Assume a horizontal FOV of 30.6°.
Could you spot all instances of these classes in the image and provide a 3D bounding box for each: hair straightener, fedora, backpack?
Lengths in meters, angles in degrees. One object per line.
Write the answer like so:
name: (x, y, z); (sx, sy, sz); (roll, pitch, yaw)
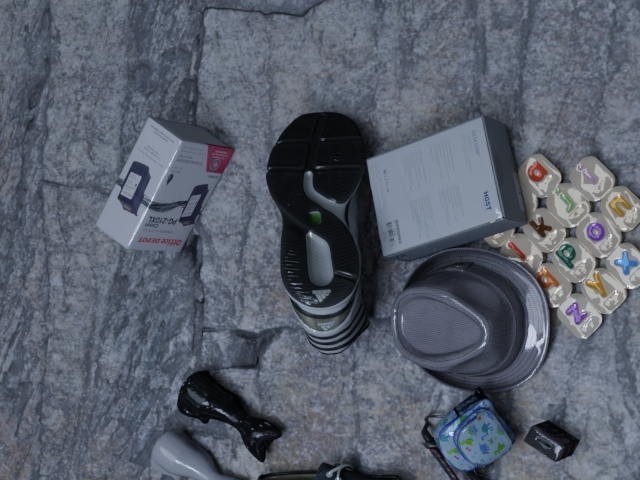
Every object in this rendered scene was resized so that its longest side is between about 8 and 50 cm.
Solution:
hair straightener: (0.252, 0.377, 1.960); (0.089, 0.047, 0.230); (-36, 63, -3)
fedora: (0.223, 0.136, 1.915); (0.276, 0.124, 0.243); (13, 102, 35)
backpack: (0.246, 0.316, 1.899); (0.114, 0.084, 0.105); (-35, 103, 2)

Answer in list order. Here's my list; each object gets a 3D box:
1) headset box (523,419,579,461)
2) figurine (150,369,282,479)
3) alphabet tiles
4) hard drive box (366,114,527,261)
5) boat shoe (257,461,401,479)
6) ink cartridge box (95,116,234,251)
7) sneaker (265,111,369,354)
headset box: (0.366, 0.319, 1.862); (0.062, 0.083, 0.032); (32, 104, 28)
figurine: (-0.193, 0.387, 2.192); (0.209, 0.092, 0.214); (32, 105, 23)
alphabet tiles: (0.389, 0.008, 1.898); (0.278, 0.021, 0.284); (48, 111, 23)
hard drive box: (0.207, -0.082, 1.953); (0.232, 0.089, 0.181); (-19, 73, 33)
boat shoe: (0.011, 0.434, 2.050); (0.303, 0.114, 0.091); (-16, 86, 28)
ink cartridge box: (-0.294, -0.101, 2.218); (0.100, 0.172, 0.237); (36, 106, 27)
sneaker: (-0.001, 0.000, 2.045); (0.169, 0.257, 0.447); (-2, 51, 3)
